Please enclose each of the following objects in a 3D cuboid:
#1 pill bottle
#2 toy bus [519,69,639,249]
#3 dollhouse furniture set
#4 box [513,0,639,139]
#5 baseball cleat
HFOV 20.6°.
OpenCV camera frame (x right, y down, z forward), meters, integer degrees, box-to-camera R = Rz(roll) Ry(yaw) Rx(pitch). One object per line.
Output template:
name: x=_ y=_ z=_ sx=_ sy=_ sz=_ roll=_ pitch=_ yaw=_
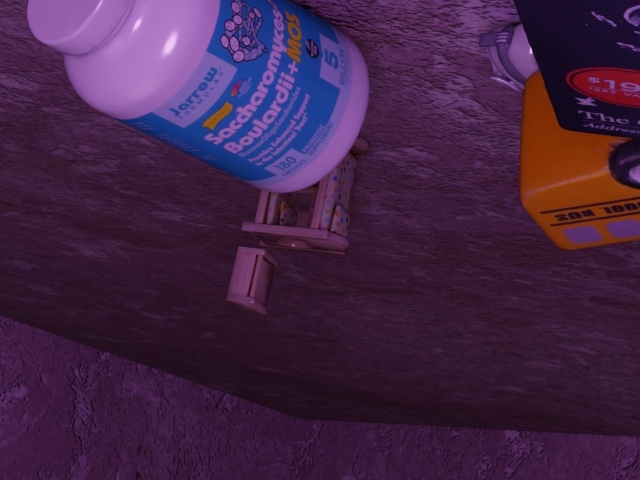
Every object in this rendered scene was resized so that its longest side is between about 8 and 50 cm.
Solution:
pill bottle: x=-0.094 y=-0.142 z=1.350 sx=0.146 sy=0.146 sz=0.264 roll=-2 pitch=162 yaw=43
toy bus: x=0.302 y=-0.081 z=1.216 sx=0.333 sy=0.108 sz=0.130 roll=-9 pitch=148 yaw=27
dollhouse furniture set: x=0.000 y=0.000 z=1.766 sx=0.101 sy=0.181 sz=0.161 roll=6 pitch=165 yaw=22
box: x=0.279 y=-0.161 z=0.879 sx=0.343 sy=0.179 sz=0.312 roll=7 pitch=168 yaw=16
baseball cleat: x=0.213 y=-0.125 z=1.371 sx=0.206 sy=0.072 sz=0.109 roll=26 pitch=174 yaw=-33
